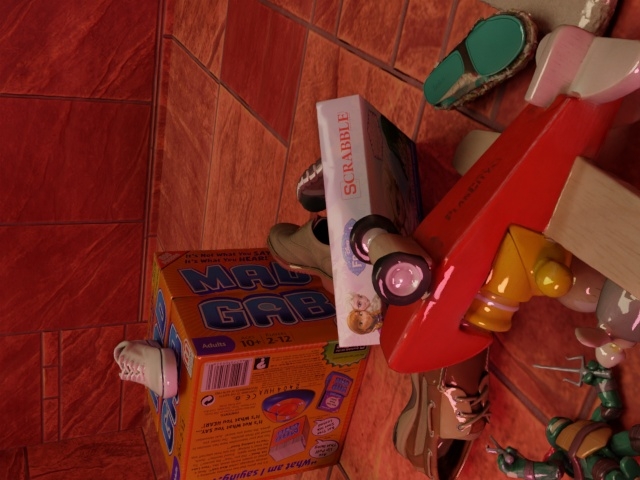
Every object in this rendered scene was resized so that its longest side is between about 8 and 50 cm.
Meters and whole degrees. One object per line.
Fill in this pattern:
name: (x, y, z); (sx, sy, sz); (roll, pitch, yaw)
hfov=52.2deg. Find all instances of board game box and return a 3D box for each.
board game box: (-0.157, 0.256, 1.391); (0.356, 0.356, 0.356); (50, 135, 50)
board game box: (0.093, -0.017, 0.961); (0.065, 0.318, 0.319); (-8, 85, 21)

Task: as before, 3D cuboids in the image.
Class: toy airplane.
toy airplane: (0.250, -0.035, 0.718); (0.384, 0.272, 0.386); (-28, 30, 50)

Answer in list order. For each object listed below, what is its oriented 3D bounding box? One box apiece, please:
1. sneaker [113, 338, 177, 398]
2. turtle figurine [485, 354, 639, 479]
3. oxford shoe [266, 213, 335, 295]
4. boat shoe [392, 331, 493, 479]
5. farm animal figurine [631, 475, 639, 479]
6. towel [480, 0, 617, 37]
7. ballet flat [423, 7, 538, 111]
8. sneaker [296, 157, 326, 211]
sneaker: (-0.336, 0.246, 1.244); (0.258, 0.091, 0.094); (0, 92, 63)
turtle figurine: (0.303, 0.224, 0.744); (0.175, 0.118, 0.234); (-53, 10, -12)
oxford shoe: (0.000, 0.000, 1.299); (0.348, 0.123, 0.130); (22, 127, 50)
boat shoe: (0.201, 0.234, 0.957); (0.120, 0.122, 0.324); (49, 143, 44)
farm animal figurine: (0.332, 0.356, 0.584); (0.327, 0.330, 0.172); (-51, 41, 9)
towel: (0.278, -0.364, 0.810); (0.282, 0.049, 0.187); (55, 141, 45)
ballet flat: (0.225, -0.244, 0.880); (0.241, 0.077, 0.091); (163, 95, -68)
sneaker: (0.047, -0.082, 1.239); (0.281, 0.106, 0.163); (-48, 54, 54)
